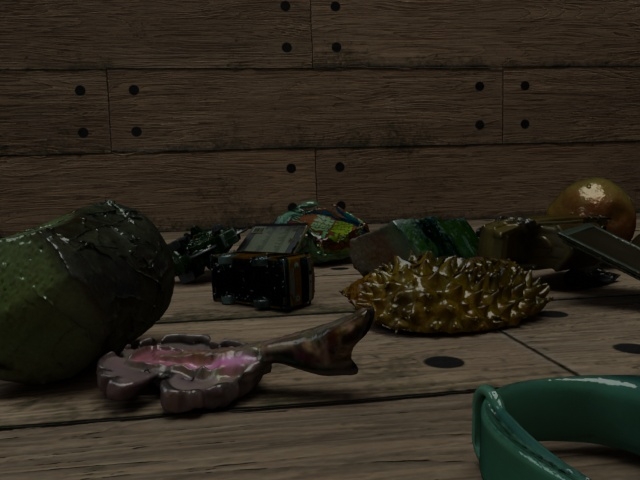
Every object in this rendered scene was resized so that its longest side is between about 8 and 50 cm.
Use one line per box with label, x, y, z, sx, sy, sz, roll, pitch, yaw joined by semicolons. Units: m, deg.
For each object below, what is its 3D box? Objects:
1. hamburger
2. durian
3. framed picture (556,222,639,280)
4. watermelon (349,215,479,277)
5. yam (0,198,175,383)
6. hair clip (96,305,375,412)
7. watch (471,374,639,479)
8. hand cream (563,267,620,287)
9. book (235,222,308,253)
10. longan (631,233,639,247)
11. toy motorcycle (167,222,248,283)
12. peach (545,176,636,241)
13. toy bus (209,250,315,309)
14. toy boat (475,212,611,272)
hamburger;-0.001;0.001;1.656;0.276;0.150;0.261;18;34;31
durian;0.212;0.072;0.901;0.342;0.112;0.191;0;3;-9
framed picture;0.566;0.044;1.011;0.274;0.017;0.217;34;26;32
watermelon;0.201;0.021;1.207;0.302;0.151;0.264;3;8;40
yam;-0.312;0.063;0.742;0.202;0.202;0.271;35;6;7
hair clip;-0.085;0.128;0.626;0.301;0.069;0.173;-11;2;14
watch;0.212;0.150;0.377;0.195;0.068;0.237;-9;13;-36
hand cream;0.544;0.075;1.173;0.163;0.038;0.062;1;1;-41
book;-0.134;0.022;1.475;0.158;0.026;0.231;-1;31;19
longan;0.777;0.020;1.351;0.114;0.092;0.113;-21;-6;-2
toy motorcycle;-0.296;0.025;1.423;0.187;0.124;0.275;-23;6;19
peach;0.663;-0.040;1.430;0.233;0.232;0.232;-2;6;0
toy bus;-0.105;0.071;1.086;0.201;0.098;0.114;1;7;41
toy boat;0.470;0.015;1.178;0.446;0.135;0.162;-2;10;-39
